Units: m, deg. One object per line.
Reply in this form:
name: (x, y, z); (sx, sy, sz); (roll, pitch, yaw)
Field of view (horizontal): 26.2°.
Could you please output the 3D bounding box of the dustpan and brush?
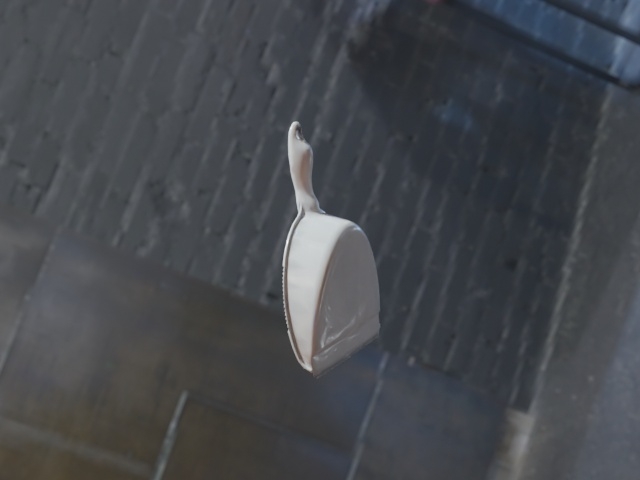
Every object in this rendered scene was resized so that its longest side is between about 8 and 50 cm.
dustpan and brush: (0.000, 0.000, 1.229); (0.147, 0.060, 0.211); (-27, -60, -60)
